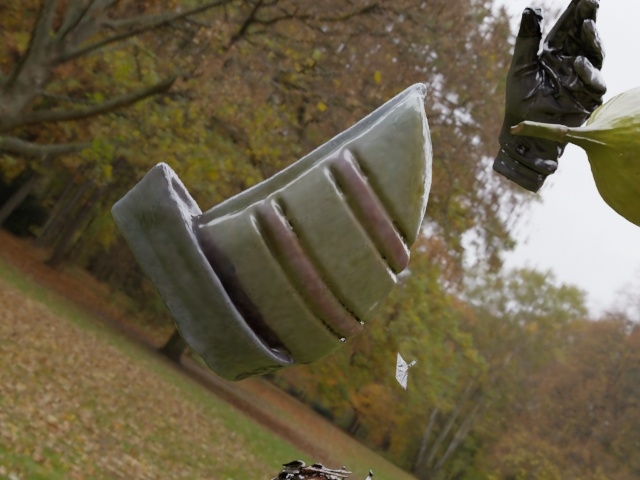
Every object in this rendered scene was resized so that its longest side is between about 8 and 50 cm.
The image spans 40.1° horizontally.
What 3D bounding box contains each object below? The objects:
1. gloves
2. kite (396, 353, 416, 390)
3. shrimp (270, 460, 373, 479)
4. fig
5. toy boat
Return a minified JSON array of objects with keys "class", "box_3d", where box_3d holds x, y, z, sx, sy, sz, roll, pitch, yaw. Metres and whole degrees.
[{"class":"gloves","box_3d":[0.298,-0.199,1.145,0.142,0.119,0.286,27,-53,13]},{"class":"kite","box_3d":[0.107,0.165,1.089,0.002,0.044,0.078,-10,-19,24]},{"class":"shrimp","box_3d":[0.001,0.394,1.309,0.145,0.117,0.343,14,-21,-19]},{"class":"fig","box_3d":[0.302,-0.094,0.865,0.257,0.159,0.159,5,1,-20]},{"class":"toy boat","box_3d":[-0.023,0.022,0.814,0.111,0.293,0.276,-113,-168,-52]}]
